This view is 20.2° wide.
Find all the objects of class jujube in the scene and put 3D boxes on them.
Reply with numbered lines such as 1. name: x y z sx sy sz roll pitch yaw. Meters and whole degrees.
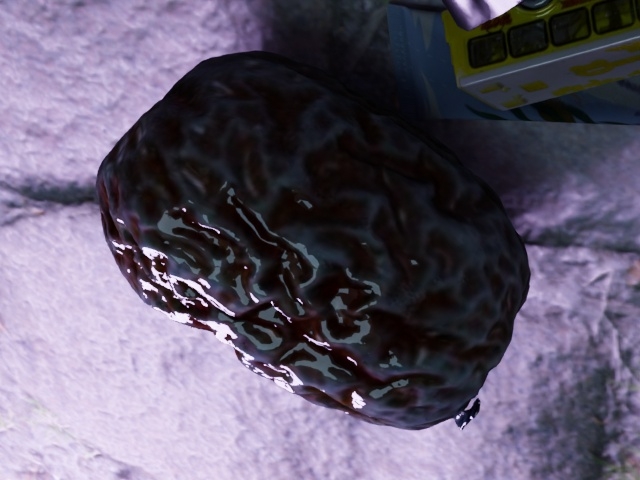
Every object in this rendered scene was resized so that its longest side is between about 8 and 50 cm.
1. jujube: 0.000 0.000 1.285 0.317 0.226 0.226 35 136 -4

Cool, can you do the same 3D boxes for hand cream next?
1. hand cream: 0.170 -0.112 1.218 0.271 0.058 0.091 7 126 27

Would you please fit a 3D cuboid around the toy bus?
1. toy bus: 0.191 -0.146 1.127 0.226 0.074 0.081 -13 163 26

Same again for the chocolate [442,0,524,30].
1. chocolate: 0.151 -0.279 0.961 0.340 0.225 0.210 -29 100 41
